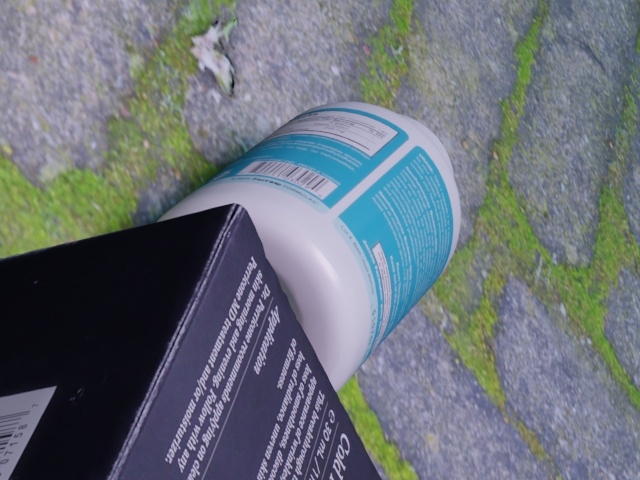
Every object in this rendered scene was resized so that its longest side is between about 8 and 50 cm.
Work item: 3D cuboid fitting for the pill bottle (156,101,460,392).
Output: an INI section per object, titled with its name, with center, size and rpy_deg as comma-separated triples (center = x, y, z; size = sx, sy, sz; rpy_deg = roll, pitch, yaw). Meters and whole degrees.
[pill bottle]
center = 0.000, 0.000, 1.168
size = 0.146, 0.146, 0.264
rpy_deg = 63, 30, -8

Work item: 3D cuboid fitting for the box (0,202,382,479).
[box]
center = -0.089, 0.218, 0.799
size = 0.312, 0.179, 0.343
rpy_deg = 63, 29, -28
